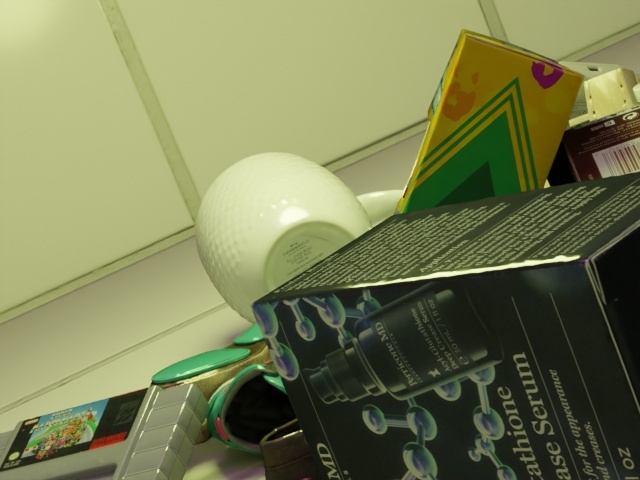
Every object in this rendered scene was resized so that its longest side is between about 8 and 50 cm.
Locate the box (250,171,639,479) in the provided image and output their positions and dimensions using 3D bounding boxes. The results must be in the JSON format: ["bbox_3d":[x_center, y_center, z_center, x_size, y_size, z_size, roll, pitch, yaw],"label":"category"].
[{"bbox_3d":[0.178,0.125,1.186,0.212,0.294,0.395,-31,13,-39],"label":"box"}]

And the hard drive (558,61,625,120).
[{"bbox_3d":[0.405,-0.210,2.539,0.203,0.040,0.307,-4,-33,-44],"label":"hard drive"}]

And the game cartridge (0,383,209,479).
[{"bbox_3d":[-0.323,0.303,1.764,0.355,0.068,0.230,-17,37,27],"label":"game cartridge"}]

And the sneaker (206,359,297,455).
[{"bbox_3d":[-0.016,0.179,1.755,0.295,0.124,0.178,-30,6,1],"label":"sneaker"}]

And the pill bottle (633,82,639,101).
[{"bbox_3d":[0.548,-0.162,2.139,0.103,0.184,0.103,-21,10,4],"label":"pill bottle"}]

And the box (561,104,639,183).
[{"bbox_3d":[0.405,-0.039,1.675,0.168,0.203,0.167,-18,28,8],"label":"box"}]

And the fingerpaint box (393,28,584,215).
[{"bbox_3d":[0.201,-0.088,1.875,0.163,0.371,0.445,19,11,2],"label":"fingerpaint box"}]

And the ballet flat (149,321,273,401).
[{"bbox_3d":[-0.108,0.188,1.938,0.107,0.106,0.316,-5,13,42],"label":"ballet flat"}]

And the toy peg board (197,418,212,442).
[{"bbox_3d":[-0.213,0.237,2.004,0.161,0.079,0.160,-17,12,26],"label":"toy peg board"}]

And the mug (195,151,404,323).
[{"bbox_3d":[0.000,0.000,2.244,0.374,0.276,0.328,-18,15,-9],"label":"mug"}]

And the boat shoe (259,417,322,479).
[{"bbox_3d":[0.054,0.191,1.548,0.132,0.130,0.355,-15,13,33],"label":"boat shoe"}]

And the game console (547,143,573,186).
[{"bbox_3d":[0.474,-0.076,1.867,0.293,0.173,0.250,-22,14,4],"label":"game console"}]

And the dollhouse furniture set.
[{"bbox_3d":[0.479,-0.141,2.353,0.286,0.198,0.303,-19,-12,37],"label":"dollhouse furniture set"}]
